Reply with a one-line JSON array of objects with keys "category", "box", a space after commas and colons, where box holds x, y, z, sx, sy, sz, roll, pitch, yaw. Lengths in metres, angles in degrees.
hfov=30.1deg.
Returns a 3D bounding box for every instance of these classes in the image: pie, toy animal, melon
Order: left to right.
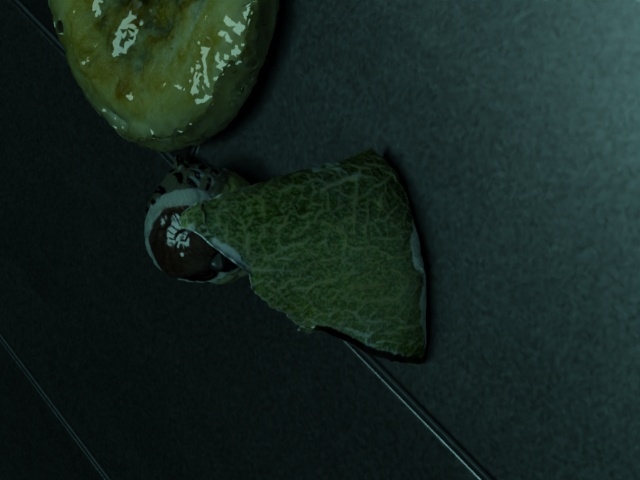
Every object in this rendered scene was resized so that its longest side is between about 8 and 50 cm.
[{"category": "pie", "box": [-0.133, -0.207, 0.951, 0.274, 0.055, 0.274, 11, 105, 43]}, {"category": "toy animal", "box": [-0.103, -0.022, 0.929, 0.137, 0.098, 0.098, 46, 127, 30]}, {"category": "melon", "box": [0.003, -0.003, 0.824, 0.139, 0.202, 0.093, -62, 26, -9]}]
